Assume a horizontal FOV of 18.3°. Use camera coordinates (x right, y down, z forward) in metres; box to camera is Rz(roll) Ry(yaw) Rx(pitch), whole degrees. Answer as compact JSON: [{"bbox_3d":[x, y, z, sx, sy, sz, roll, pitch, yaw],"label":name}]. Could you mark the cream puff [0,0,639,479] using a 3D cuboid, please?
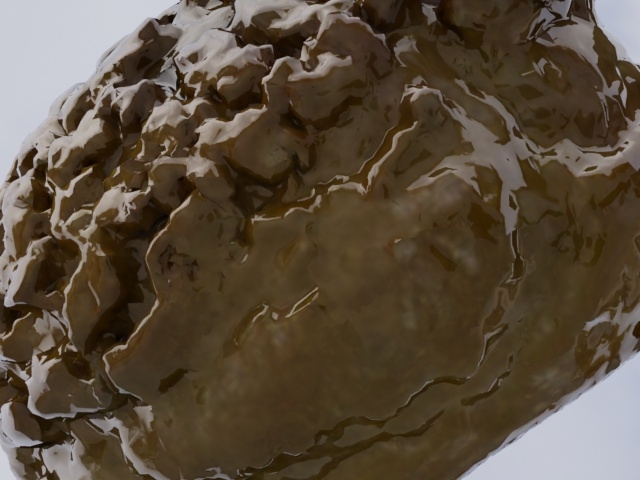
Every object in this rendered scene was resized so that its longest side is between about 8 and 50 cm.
[{"bbox_3d":[0.000,0.000,0.838,0.327,0.343,0.231,-40,-95,25],"label":"cream puff"}]
